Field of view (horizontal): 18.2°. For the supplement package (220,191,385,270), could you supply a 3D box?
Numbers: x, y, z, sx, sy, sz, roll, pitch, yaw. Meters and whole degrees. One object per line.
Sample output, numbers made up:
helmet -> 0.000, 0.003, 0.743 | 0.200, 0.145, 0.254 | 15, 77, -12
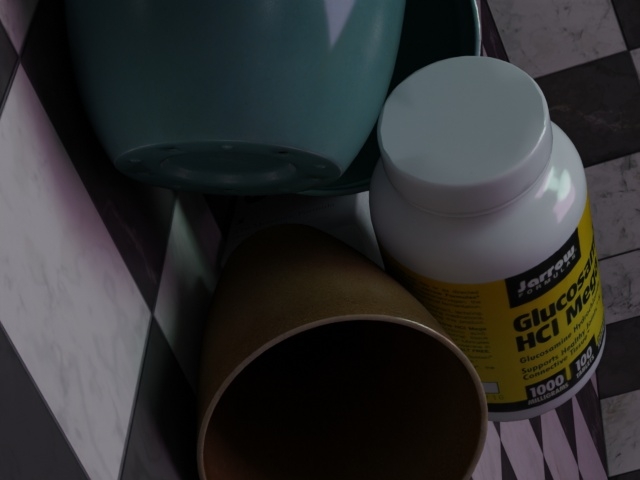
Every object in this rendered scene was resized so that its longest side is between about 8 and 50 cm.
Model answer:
supplement package -> 0.000, 0.000, 1.945 | 0.244, 0.139, 0.134 | -82, 153, -61

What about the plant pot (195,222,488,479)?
plant pot -> -0.008, 0.096, 1.690 | 0.254, 0.237, 0.237 | -113, 178, -56

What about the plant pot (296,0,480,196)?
plant pot -> -0.018, -0.181, 1.873 | 0.196, 0.293, 0.293 | 169, -96, -77

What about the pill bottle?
pill bottle -> 0.146, 0.000, 1.750 | 0.334, 0.188, 0.188 | 72, 10, -52

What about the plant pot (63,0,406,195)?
plant pot -> -0.069, -0.167, 1.593 | 0.293, 0.293, 0.235 | 36, 54, -69
